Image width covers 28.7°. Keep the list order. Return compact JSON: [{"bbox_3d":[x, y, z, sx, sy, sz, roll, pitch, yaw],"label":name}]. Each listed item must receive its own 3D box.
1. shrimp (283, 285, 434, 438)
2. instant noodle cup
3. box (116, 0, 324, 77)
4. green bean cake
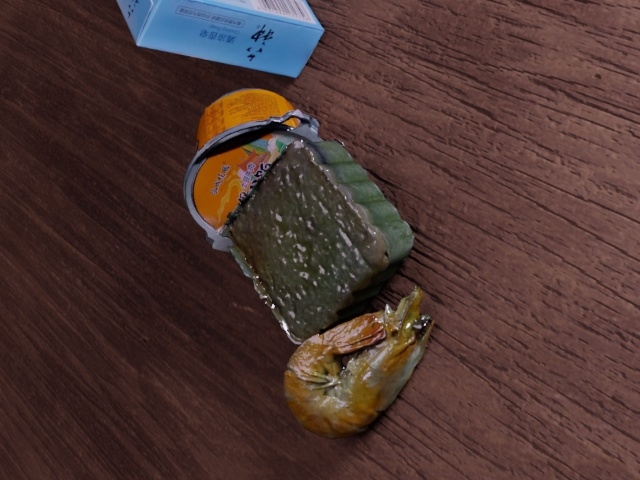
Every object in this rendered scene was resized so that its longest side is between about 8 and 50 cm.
[{"bbox_3d":[0.039,0.129,1.336,0.217,0.115,0.051,-52,12,25],"label":"shrimp"},{"bbox_3d":[-0.080,-0.101,1.486,0.208,0.178,0.125,-43,37,22],"label":"instant noodle cup"},{"bbox_3d":[-0.128,-0.287,1.517,0.083,0.232,0.142,-58,43,33],"label":"box"},{"bbox_3d":[0.000,0.000,1.381,0.181,0.094,0.173,51,122,20],"label":"green bean cake"}]
